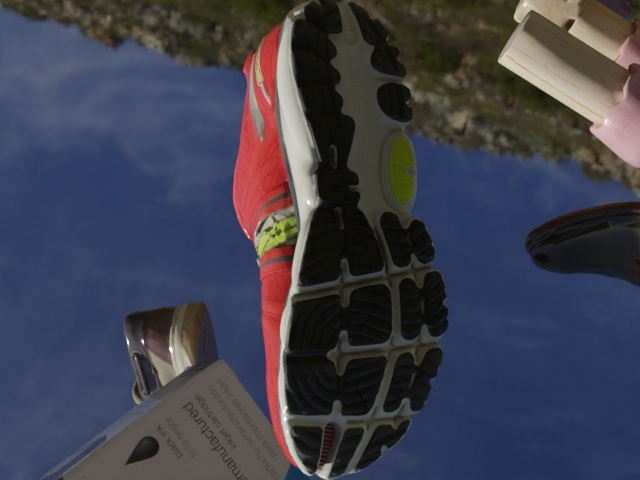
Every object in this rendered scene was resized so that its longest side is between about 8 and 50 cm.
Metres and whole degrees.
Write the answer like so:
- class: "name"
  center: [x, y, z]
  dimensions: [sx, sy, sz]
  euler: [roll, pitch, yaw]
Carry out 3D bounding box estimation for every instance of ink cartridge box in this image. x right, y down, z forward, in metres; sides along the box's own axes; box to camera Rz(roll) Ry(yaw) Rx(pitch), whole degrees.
- class: "ink cartridge box"
  center: [-0.153, 0.280, 1.019]
  dimensions: [0.307, 0.129, 0.223]
  euler: [-36, -86, -21]

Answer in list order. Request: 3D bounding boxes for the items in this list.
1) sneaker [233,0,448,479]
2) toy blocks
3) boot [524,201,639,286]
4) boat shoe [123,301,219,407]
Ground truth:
- class: "sneaker"
  center: [0.000, 0.000, 0.713]
  dimensions: [0.107, 0.118, 0.278]
  euler: [6, -103, -31]
- class: "toy blocks"
  center: [0.319, -0.202, 0.870]
  dimensions: [0.260, 0.288, 0.309]
  euler: [31, -154, -2]
- class: "boot"
  center: [0.252, 0.032, 0.886]
  dimensions: [0.219, 0.082, 0.106]
  euler: [-5, -116, 30]
- class: "boat shoe"
  center: [-0.163, 0.166, 1.339]
  dimensions: [0.092, 0.285, 0.102]
  euler: [8, -128, 6]
